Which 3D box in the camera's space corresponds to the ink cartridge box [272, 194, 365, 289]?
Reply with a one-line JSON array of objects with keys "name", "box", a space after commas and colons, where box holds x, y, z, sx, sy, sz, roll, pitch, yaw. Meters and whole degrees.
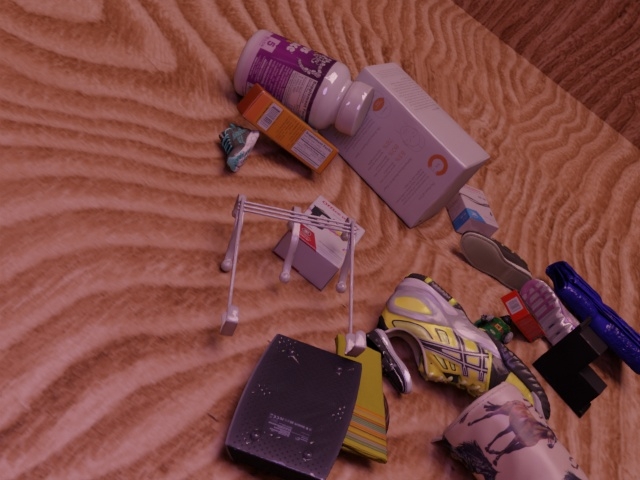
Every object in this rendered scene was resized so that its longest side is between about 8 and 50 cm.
[{"name": "ink cartridge box", "box": [0.000, 0.000, 1.654, 0.127, 0.072, 0.175, 38, 34, -1]}]

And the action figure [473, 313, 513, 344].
[{"name": "action figure", "box": [0.370, 0.208, 1.785, 0.137, 0.063, 0.232, 45, 30, 14]}]

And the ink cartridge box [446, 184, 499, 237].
[{"name": "ink cartridge box", "box": [0.387, -0.091, 2.145, 0.104, 0.060, 0.180, 17, 39, -29]}]

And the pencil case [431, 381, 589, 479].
[{"name": "pencil case", "box": [0.379, 0.452, 1.400, 0.160, 0.183, 0.410, -16, 63, -46]}]

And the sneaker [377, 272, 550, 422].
[{"name": "sneaker", "box": [0.275, 0.239, 1.596, 0.384, 0.145, 0.147, 41, 76, 13]}]

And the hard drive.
[{"name": "hard drive", "box": [-0.038, 0.265, 1.280, 0.172, 0.054, 0.255, 19, 37, 4]}]

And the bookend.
[{"name": "bookend", "box": [0.587, 0.280, 1.816, 0.156, 0.157, 0.072, 49, 35, 16]}]

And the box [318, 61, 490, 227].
[{"name": "box", "box": [0.202, -0.238, 1.999, 0.345, 0.215, 0.168, 48, 34, 12]}]

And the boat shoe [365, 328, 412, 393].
[{"name": "boat shoe", "box": [0.123, 0.230, 1.533, 0.040, 0.049, 0.142, -12, 55, -28]}]

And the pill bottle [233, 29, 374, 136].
[{"name": "pill bottle", "box": [-0.035, -0.358, 1.892, 0.301, 0.169, 0.169, 25, 33, 8]}]

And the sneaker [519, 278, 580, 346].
[{"name": "sneaker", "box": [0.574, 0.197, 1.972, 0.104, 0.095, 0.236, -8, 60, -56]}]

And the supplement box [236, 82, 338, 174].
[{"name": "supplement box", "box": [-0.071, -0.246, 1.816, 0.233, 0.080, 0.078, 37, 9, -29]}]

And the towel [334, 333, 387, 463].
[{"name": "towel", "box": [0.067, 0.268, 1.402, 0.102, 0.021, 0.237, 29, 35, -22]}]

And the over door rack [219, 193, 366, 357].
[{"name": "over door rack", "box": [-0.054, 0.069, 1.444, 0.239, 0.108, 0.324, 11, 43, -11]}]

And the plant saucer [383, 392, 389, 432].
[{"name": "plant saucer", "box": [0.057, 0.277, 1.425, 0.168, 0.029, 0.168, 26, 35, -19]}]

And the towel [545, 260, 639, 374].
[{"name": "towel", "box": [0.703, 0.182, 2.046, 0.308, 0.076, 0.227, 45, 15, -5]}]

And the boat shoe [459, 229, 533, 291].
[{"name": "boat shoe", "box": [0.431, 0.042, 2.022, 0.228, 0.081, 0.069, 36, 30, -18]}]

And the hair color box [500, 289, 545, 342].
[{"name": "hair color box", "box": [0.467, 0.175, 1.876, 0.141, 0.043, 0.072, 42, 21, -51]}]

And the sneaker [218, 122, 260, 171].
[{"name": "sneaker", "box": [-0.185, -0.201, 1.733, 0.076, 0.065, 0.166, 27, 27, -5]}]
